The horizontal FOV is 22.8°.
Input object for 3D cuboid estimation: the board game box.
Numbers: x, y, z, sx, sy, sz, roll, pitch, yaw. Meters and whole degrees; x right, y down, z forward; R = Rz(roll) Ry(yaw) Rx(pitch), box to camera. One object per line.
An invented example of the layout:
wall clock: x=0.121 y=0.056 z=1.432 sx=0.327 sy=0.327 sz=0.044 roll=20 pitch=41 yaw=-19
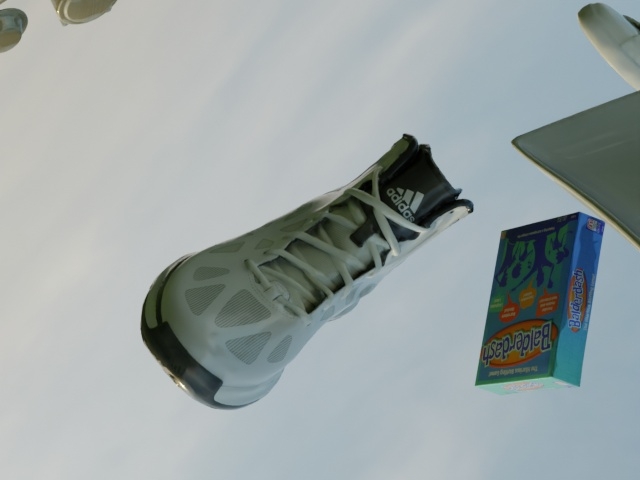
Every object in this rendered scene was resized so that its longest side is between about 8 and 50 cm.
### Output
board game box: x=0.269 y=0.080 z=1.953 sx=0.160 sy=0.047 sz=0.210 roll=-17 pitch=-122 yaw=58

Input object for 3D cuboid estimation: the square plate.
square plate: x=0.396 y=-0.062 z=1.396 sx=0.344 sy=0.049 sz=0.347 roll=-20 pitch=-147 yaw=-13

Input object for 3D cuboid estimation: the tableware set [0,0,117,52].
tableware set: x=-0.242 y=-0.215 z=1.352 sx=0.168 sy=0.020 sz=0.141 roll=-26 pitch=157 yaw=-18

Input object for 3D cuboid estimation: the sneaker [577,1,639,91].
sneaker: x=0.435 y=-0.215 z=1.875 sx=0.123 sy=0.290 sz=0.106 roll=-48 pitch=-158 yaw=24

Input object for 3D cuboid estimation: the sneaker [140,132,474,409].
sneaker: x=0.000 y=-0.001 z=1.639 sx=0.257 sy=0.169 sz=0.447 roll=-43 pitch=176 yaw=29
